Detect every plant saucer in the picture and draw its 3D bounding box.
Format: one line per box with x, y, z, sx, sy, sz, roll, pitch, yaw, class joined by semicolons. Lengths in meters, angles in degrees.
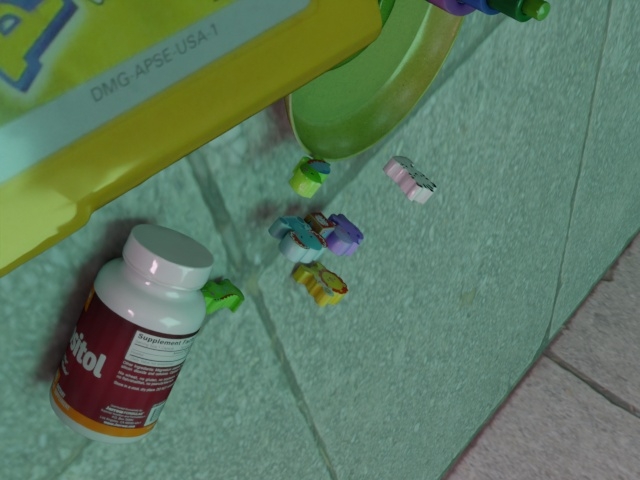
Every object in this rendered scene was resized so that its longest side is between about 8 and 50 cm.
0.045;-0.179;0.766;0.241;0.037;0.241;-40;151;-27;plant saucer

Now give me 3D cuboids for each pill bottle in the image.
-0.138;0.068;0.689;0.086;0.086;0.152;-4;124;-59;pill bottle

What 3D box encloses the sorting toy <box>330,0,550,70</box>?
0.018;-0.141;0.594;0.365;0.126;0.127;-20;134;-35;sorting toy

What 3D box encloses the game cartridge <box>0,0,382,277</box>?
-0.127;-0.143;0.350;0.323;0.052;0.285;-39;123;-32;game cartridge

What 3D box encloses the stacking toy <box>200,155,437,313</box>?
0.000;0.000;0.845;0.167;0.052;0.221;-51;158;25;stacking toy
